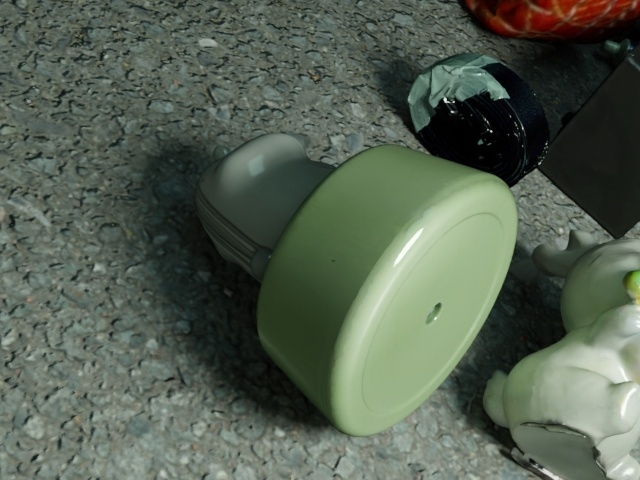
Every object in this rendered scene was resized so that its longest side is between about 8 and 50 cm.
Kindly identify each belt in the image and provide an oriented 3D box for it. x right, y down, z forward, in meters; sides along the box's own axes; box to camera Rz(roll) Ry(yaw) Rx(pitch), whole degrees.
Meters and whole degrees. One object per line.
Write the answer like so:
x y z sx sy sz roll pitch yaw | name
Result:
0.207 -0.161 1.341 0.198 0.151 0.078 44 48 13 | belt

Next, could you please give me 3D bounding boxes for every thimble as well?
0.372 -0.481 1.558 0.230 0.350 0.350 -2 56 -29 | thimble

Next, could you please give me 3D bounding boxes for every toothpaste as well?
0.589 -0.277 1.690 0.268 0.047 0.069 21 31 -5 | toothpaste

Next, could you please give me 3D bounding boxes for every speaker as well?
0.473 -0.174 1.436 0.184 0.232 0.254 45 48 9 | speaker

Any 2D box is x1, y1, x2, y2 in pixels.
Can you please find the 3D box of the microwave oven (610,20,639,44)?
0.541 -0.466 1.700 0.178 0.247 0.188 47 49 10 | microwave oven

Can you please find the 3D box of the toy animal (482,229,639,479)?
0.315 0.116 1.132 0.183 0.247 0.310 36 60 -20 | toy animal

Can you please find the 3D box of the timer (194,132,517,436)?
0.000 0.000 1.060 0.315 0.291 0.291 33 42 30 | timer
